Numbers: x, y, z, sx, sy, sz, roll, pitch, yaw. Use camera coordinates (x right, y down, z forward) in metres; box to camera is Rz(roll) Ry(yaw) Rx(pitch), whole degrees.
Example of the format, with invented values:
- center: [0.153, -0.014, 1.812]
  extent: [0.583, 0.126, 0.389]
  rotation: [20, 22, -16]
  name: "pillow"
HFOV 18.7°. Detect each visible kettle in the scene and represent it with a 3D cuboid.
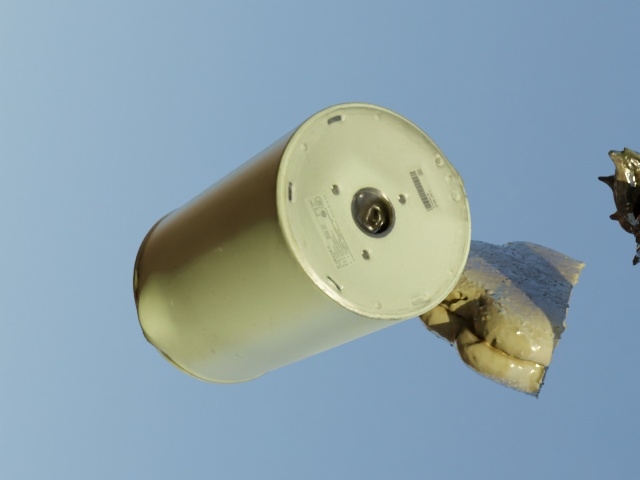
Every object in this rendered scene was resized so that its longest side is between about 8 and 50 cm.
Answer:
- center: [-0.013, -0.007, 1.873]
  extent: [0.318, 0.205, 0.265]
  rotation: [-31, -154, 55]
  name: "kettle"

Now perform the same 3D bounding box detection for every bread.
- center: [0.209, 0.070, 2.286]
  extent: [0.337, 0.183, 0.102]
  rotation: [-52, 165, -70]
  name: "bread"

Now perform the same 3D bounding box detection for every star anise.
- center: [0.361, -0.012, 2.047]
  extent: [0.204, 0.061, 0.180]
  rotation: [60, -3, -4]
  name: "star anise"
